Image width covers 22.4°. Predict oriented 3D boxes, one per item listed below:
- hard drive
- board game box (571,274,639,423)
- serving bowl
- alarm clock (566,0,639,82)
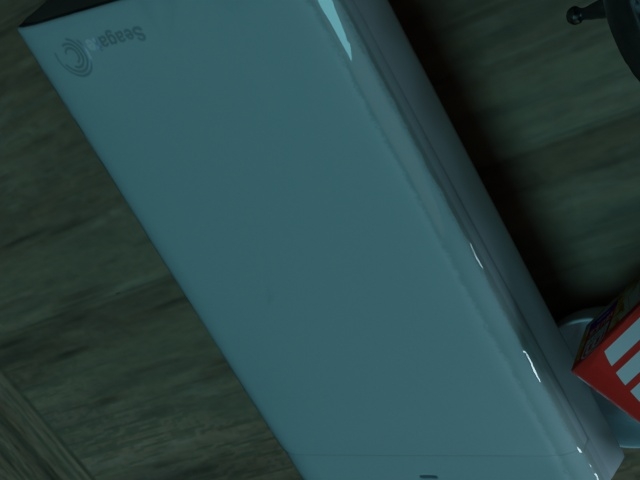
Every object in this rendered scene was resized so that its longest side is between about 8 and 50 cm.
[{"bbox_3d":[0.000,0.000,0.796,0.203,0.040,0.307,-7,122,43],"label":"hard drive"},{"bbox_3d":[0.226,0.032,0.696,0.147,0.045,0.193,36,125,-3],"label":"board game box"},{"bbox_3d":[0.148,0.063,0.797,0.083,0.027,0.083,15,133,17],"label":"serving bowl"},{"bbox_3d":[0.185,-0.092,0.590,0.192,0.064,0.129,26,119,22],"label":"alarm clock"}]
